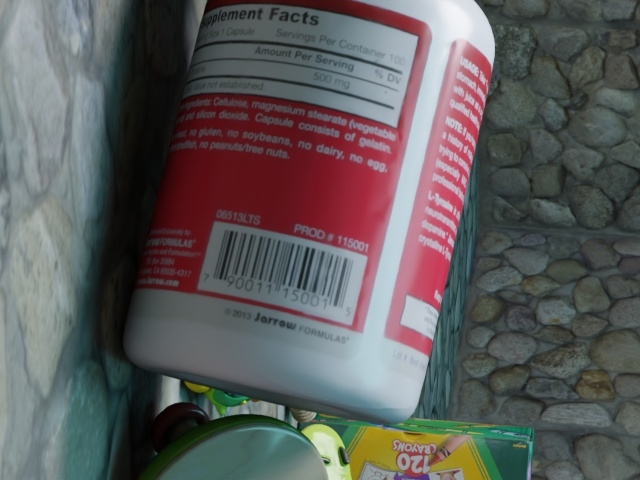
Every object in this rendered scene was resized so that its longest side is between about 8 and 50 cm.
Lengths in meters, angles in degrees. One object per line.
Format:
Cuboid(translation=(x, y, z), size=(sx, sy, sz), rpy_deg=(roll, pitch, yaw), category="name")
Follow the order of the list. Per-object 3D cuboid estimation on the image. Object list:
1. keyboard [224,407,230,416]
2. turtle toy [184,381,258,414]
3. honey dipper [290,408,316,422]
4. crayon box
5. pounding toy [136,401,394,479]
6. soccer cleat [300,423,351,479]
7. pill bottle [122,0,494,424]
Cuboid(translation=(-0.098, 0.064, 1.439), size=(0.256, 0.014, 0.072), rpy_deg=(79, 23, -52), category="keyboard")
Cuboid(translation=(-0.068, 0.092, 1.405), size=(0.095, 0.066, 0.130), rpy_deg=(35, 68, -72), category="turtle toy")
Cuboid(translation=(-0.033, 0.155, 1.776), size=(0.160, 0.030, 0.030), rpy_deg=(71, 25, -55), category="honey dipper")
Cuboid(translation=(0.112, 0.301, 1.913), size=(0.081, 0.278, 0.165), rpy_deg=(-29, 122, -79), category="crayon box")
Cuboid(translation=(-0.079, 0.212, 1.292), size=(0.237, 0.110, 0.183), rpy_deg=(29, 95, -40), category="pounding toy")
Cuboid(translation=(-0.024, 0.354, 1.804), size=(0.121, 0.093, 0.289), rpy_deg=(147, -52, -65), category="soccer cleat")
Cuboid(translation=(0.004, -0.079, 1.216), size=(0.229, 0.229, 0.407), rpy_deg=(49, 54, -75), category="pill bottle")
